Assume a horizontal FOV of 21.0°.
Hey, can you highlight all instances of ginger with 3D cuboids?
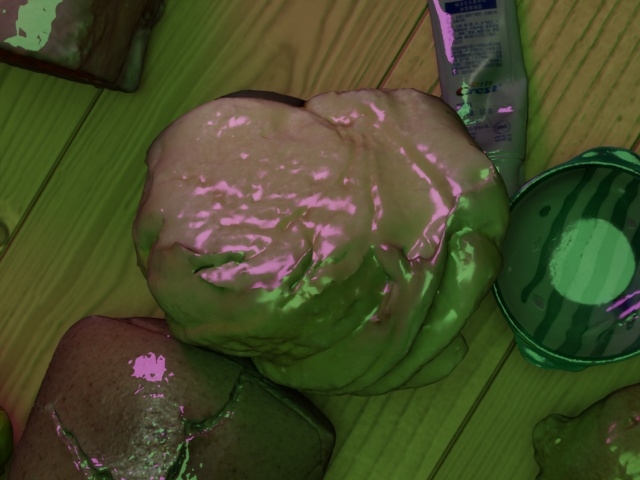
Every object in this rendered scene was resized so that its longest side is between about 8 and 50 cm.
[{"bbox_3d":[0.324,0.207,1.640,0.354,0.126,0.190,-36,80,2],"label":"ginger"}]

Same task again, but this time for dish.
[{"bbox_3d":[0.275,0.025,1.671,0.246,0.078,0.224,20,93,5],"label":"dish"}]

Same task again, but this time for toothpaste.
[{"bbox_3d":[0.162,-0.161,1.716,0.096,0.061,0.266,-8,80,9],"label":"toothpaste"}]

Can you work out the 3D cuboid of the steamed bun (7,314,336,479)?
[{"bbox_3d":[-0.152,0.209,1.668,0.301,0.199,0.251,23,91,9],"label":"steamed bun"}]

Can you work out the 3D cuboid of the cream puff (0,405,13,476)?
[{"bbox_3d":[-0.390,0.195,1.714,0.194,0.221,0.195,-4,122,-6],"label":"cream puff"}]

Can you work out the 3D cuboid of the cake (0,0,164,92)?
[{"bbox_3d":[-0.314,-0.290,1.697,0.309,0.237,0.230,14,87,11],"label":"cake"}]

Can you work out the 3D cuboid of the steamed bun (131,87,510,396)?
[{"bbox_3d":[0.003,0.003,1.640,0.372,0.230,0.325,-6,49,12],"label":"steamed bun"}]
